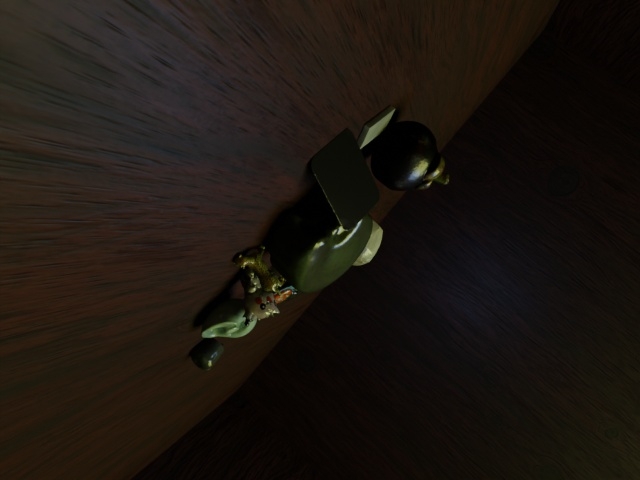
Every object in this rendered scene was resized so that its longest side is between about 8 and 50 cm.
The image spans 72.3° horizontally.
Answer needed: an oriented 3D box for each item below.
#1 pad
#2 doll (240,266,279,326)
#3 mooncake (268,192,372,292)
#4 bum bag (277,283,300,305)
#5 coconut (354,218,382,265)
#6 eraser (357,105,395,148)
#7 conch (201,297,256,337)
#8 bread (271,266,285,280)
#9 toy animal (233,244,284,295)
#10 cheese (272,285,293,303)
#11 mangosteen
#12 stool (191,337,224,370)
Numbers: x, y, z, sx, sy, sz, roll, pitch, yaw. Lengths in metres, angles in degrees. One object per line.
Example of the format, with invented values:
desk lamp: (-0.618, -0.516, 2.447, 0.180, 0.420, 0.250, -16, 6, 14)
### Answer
pad: (0.080, -0.171, 1.275, 0.181, 0.004, 0.267, -44, 125, -22)
doll: (-0.205, 0.174, 1.414, 0.095, 0.191, 0.149, -19, 168, 30)
mooncake: (0.000, 0.000, 1.444, 0.351, 0.187, 0.351, -37, 152, -23)
bum bag: (-0.131, 0.252, 2.293, 0.142, 0.080, 0.326, -49, 171, 25)
coconut: (0.174, -0.021, 2.080, 0.245, 0.245, 0.247, 101, 14, -71)
eraser: (0.178, -0.367, 1.427, 0.150, 0.023, 0.103, -42, 168, -32)
conch: (-0.308, 0.265, 1.456, 0.185, 0.121, 0.221, -41, 161, -6)
bread: (-0.113, 0.088, 1.742, 0.105, 0.077, 0.152, -56, 165, 17)
toy animal: (-0.173, 0.104, 1.310, 0.073, 0.181, 0.136, -32, -175, 9)
cheese: (-0.153, 0.238, 2.099, 0.256, 0.037, 0.106, -34, 155, 8)
mangosteen: (0.332, -0.287, 1.584, 0.274, 0.302, 0.275, -60, 180, 0)
stool: (-0.426, 0.429, 1.659, 0.110, 0.096, 0.096, -47, 171, -42)
